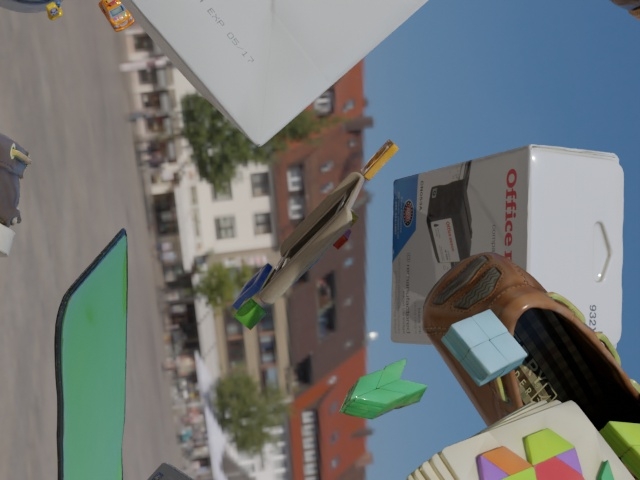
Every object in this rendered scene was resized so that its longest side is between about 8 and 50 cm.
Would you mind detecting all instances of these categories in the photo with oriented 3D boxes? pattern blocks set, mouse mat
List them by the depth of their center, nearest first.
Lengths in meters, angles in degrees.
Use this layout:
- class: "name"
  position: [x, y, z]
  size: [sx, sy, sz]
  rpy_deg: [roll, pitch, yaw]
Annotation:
- class: "mouse mat"
  position: [-0.132, 0.100, 0.596]
  size: [0.152, 0.007, 0.189]
  rpy_deg: [-81, 177, -75]
- class: "pattern blocks set"
  position: [0.157, 0.186, 0.628]
  size: [0.325, 0.285, 0.026]
  rpy_deg: [44, -49, 16]

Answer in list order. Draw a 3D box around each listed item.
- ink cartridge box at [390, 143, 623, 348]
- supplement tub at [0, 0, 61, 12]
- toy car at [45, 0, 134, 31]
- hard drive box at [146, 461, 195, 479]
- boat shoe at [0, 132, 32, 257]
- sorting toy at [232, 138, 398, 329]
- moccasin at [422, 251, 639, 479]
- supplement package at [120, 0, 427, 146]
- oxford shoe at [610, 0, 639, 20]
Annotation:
- class: "ink cartridge box"
  position: [0.211, 0.019, 1.229]
  size: [0.307, 0.129, 0.223]
  rpy_deg: [170, -77, -65]
- class: "supplement tub"
  position: [-0.482, -0.563, 1.733]
  size: [0.325, 0.235, 0.235]
  rpy_deg: [-42, -128, 52]
- class: "toy car"
  position: [-0.333, -0.325, 1.465]
  size: [0.040, 0.122, 0.060]
  rpy_deg: [90, -15, -73]
- class: "hard drive box"
  position: [-0.131, 0.402, 1.319]
  size: [0.181, 0.089, 0.232]
  rpy_deg: [52, -23, -24]
- class: "boat shoe"
  position: [-0.289, -0.078, 0.679]
  size: [0.324, 0.117, 0.096]
  rpy_deg: [60, 42, -70]
- class: "sorting toy"
  position: [0.000, 0.000, 1.438]
  size: [0.047, 0.347, 0.196]
  rpy_deg: [41, 20, -10]
- class: "moccasin"
  position: [0.237, 0.165, 0.872]
  size: [0.380, 0.139, 0.147]
  rpy_deg: [57, -12, -26]
- class: "supplement package"
  position: [-0.070, -0.239, 0.841]
  size: [0.199, 0.198, 0.262]
  rpy_deg: [49, -1, -26]
- class: "oxford shoe"
  position: [0.428, -0.357, 1.185]
  size: [0.364, 0.133, 0.130]
  rpy_deg: [146, -34, -71]
